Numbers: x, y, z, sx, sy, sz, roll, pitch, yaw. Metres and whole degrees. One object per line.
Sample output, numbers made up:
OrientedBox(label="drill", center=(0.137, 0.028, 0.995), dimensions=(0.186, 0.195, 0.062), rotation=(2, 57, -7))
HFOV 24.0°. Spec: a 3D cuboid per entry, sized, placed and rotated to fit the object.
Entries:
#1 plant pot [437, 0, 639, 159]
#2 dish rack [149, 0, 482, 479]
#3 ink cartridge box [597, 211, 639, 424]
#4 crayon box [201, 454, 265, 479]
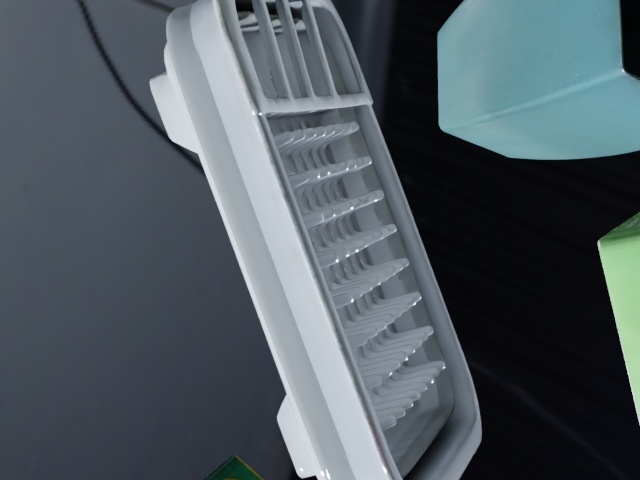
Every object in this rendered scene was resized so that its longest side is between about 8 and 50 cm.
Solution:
OrientedBox(label="plant pot", center=(0.225, -0.164, 1.357), dimensions=(0.165, 0.234, 0.166), rotation=(17, 64, -39))
OrientedBox(label="dish rack", center=(0.000, 0.000, 0.925), dimensions=(0.285, 0.072, 0.333), rotation=(-24, 93, -75))
OrientedBox(label="ink cartridge box", center=(0.297, 0.013, 0.746), dimensions=(0.198, 0.273, 0.115), rotation=(-18, 95, -68))
OrientedBox(label="crayon box", center=(-0.004, 0.342, 1.415), dimensions=(0.081, 0.278, 0.165), rotation=(-41, 141, -18))
